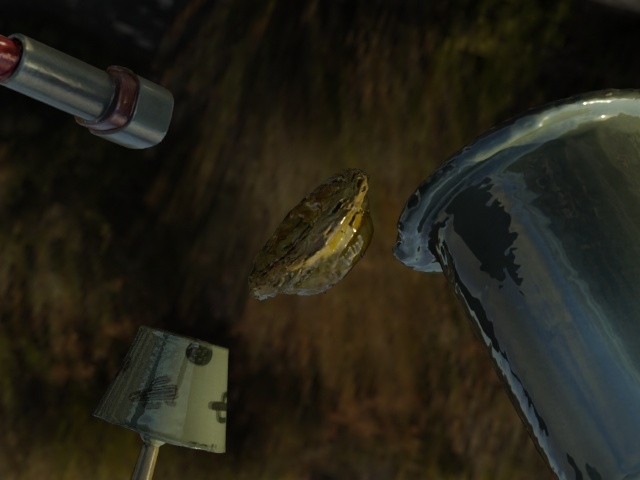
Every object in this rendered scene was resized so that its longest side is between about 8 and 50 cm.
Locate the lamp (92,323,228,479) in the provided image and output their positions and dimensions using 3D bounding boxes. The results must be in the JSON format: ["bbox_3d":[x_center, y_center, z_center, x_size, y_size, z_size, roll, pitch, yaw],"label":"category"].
[{"bbox_3d":[-0.146,0.186,1.692,0.121,0.215,0.121,15,175,1],"label":"lamp"}]

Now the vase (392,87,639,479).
[{"bbox_3d":[0.225,0.065,1.469,0.245,0.291,0.245,-22,156,-10],"label":"vase"}]

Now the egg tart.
[{"bbox_3d":[0.000,0.000,1.444,0.049,0.129,0.129,41,148,-14],"label":"egg tart"}]

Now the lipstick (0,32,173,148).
[{"bbox_3d":[-0.205,-0.128,1.524,0.063,0.057,0.186,0,163,45],"label":"lipstick"}]
